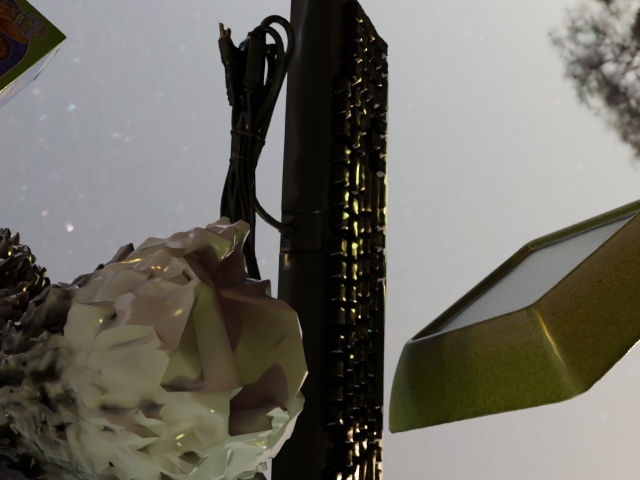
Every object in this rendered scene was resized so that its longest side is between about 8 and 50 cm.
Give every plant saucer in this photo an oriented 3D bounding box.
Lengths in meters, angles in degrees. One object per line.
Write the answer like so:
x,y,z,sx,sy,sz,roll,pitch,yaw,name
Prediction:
0.137,0.035,0.681,0.188,0.188,0.045,-35,-86,-31,plant saucer

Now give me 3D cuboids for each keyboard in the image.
0.000,0.000,0.626,0.201,0.033,0.317,28,-121,-59,keyboard

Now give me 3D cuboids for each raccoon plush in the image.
-0.241,0.074,0.433,0.299,0.446,0.216,-5,-115,-32,raccoon plush

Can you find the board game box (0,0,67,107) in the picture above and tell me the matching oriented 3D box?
-0.430,-0.184,1.090,0.233,0.078,0.347,42,-143,-10,board game box
